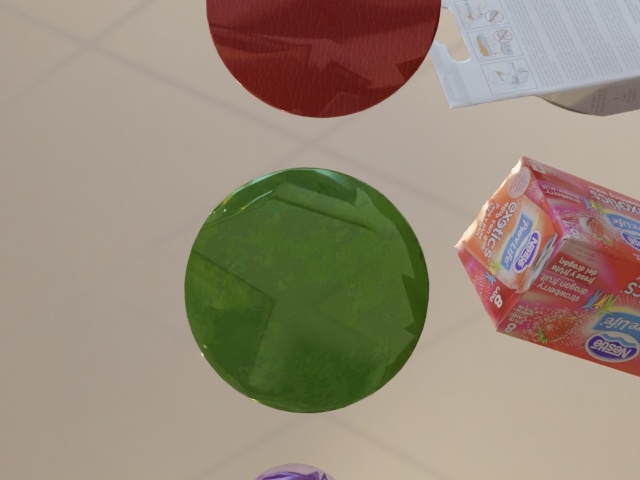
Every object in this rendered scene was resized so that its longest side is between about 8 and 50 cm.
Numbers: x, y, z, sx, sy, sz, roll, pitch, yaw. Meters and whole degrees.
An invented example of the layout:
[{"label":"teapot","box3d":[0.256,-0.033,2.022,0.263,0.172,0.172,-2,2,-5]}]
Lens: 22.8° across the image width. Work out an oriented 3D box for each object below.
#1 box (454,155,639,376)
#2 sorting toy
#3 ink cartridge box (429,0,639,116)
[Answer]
[{"label":"box","box3d":[0.273,0.035,1.502,0.257,0.122,0.128,18,-149,-29]},{"label":"sorting toy","box3d":[0.000,0.000,0.871,0.126,0.127,0.365,-13,-73,-83]},{"label":"ink cartridge box","box3d":[0.209,-0.193,1.498,0.066,0.232,0.189,83,172,-52]}]
